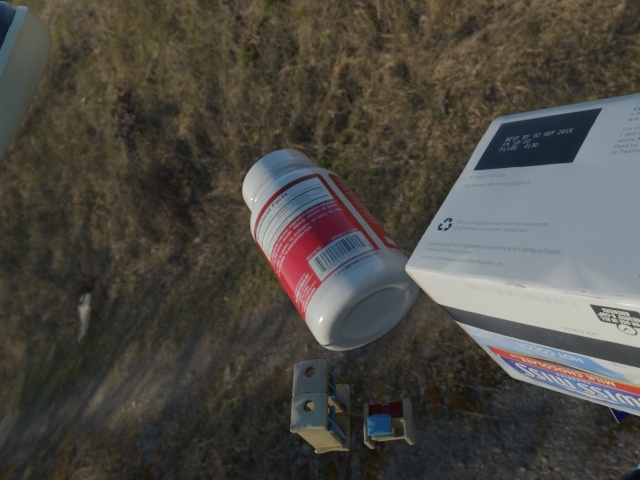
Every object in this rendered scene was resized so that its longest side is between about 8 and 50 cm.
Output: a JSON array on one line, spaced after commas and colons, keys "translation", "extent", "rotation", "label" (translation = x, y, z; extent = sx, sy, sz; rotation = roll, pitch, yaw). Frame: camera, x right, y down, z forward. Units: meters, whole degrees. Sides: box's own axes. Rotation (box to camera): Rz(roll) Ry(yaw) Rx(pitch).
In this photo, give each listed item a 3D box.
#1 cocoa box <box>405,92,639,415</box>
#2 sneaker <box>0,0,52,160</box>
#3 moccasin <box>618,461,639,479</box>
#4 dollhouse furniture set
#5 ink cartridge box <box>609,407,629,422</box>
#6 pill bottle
[{"translation": [0.305, 0.019, 0.527], "extent": [0.347, 0.228, 0.231], "rotation": [5, 56, 57], "label": "cocoa box"}, {"translation": [-0.326, -0.056, 0.345], "extent": [0.350, 0.148, 0.131], "rotation": [-30, 45, 16], "label": "sneaker"}, {"translation": [0.323, 0.250, 0.508], "extent": [0.137, 0.342, 0.117], "rotation": [-34, 75, -5], "label": "moccasin"}, {"translation": [0.059, 0.288, 1.015], "extent": [0.183, 0.129, 0.129], "rotation": [-12, 51, 18], "label": "dollhouse furniture set"}, {"translation": [0.537, 0.136, 1.052], "extent": [0.175, 0.371, 0.069], "rotation": [-31, 4, -16], "label": "ink cartridge box"}, {"translation": [0.000, 0.000, 1.152], "extent": [0.229, 0.229, 0.408], "rotation": [-49, 52, 18], "label": "pill bottle"}]
